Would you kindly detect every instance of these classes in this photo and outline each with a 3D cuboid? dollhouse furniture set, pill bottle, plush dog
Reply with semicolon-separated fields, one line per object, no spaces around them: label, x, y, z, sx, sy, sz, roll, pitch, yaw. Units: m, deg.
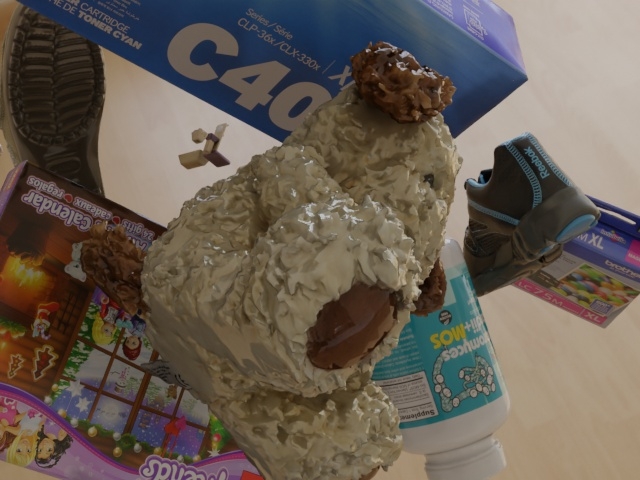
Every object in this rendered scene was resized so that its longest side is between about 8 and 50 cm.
dollhouse furniture set;-0.226;-0.189;1.641;0.114;0.091;0.081;-9;55;39
pill bottle;0.126;0.139;0.996;0.146;0.146;0.264;-19;89;-4
plush dog;0.000;0.000;0.548;0.210;0.262;0.225;34;60;25

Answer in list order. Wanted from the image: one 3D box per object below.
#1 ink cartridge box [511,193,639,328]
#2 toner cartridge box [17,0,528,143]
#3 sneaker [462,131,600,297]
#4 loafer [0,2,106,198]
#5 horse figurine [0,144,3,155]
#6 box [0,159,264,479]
ink cartridge box;0.418;0.034;1.392;0.185;0.311;0.065;25;67;10
toner cartridge box;-0.035;-0.167;0.615;0.165;0.347;0.075;-40;37;37
sneaker;0.246;-0.024;1.145;0.125;0.341;0.140;-25;76;-17
loafer;-0.270;-0.113;0.873;0.101;0.269;0.092;-12;27;-33
horse figurine;-0.455;0.002;1.128;0.263;0.174;0.066;-54;38;-6
box;-0.136;0.094;0.679;0.057;0.293;0.201;-12;56;57
